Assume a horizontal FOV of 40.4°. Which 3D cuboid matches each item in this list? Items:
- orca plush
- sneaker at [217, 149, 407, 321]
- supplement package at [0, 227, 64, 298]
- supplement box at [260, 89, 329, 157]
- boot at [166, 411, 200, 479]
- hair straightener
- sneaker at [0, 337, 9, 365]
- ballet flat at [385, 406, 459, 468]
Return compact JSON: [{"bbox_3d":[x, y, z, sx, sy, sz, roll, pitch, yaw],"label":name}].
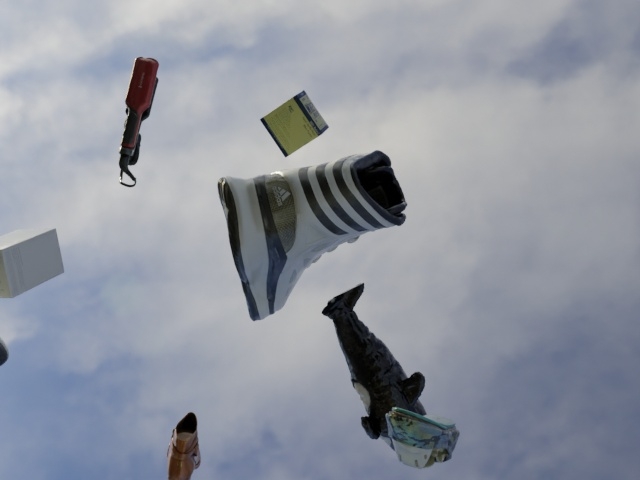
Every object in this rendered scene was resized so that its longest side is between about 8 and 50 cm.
[{"bbox_3d":[0.115,0.198,1.321,0.102,0.151,0.287,-17,-86,29],"label":"orca plush"},{"bbox_3d":[0.000,0.001,1.294,0.257,0.447,0.169,-13,-103,-5],"label":"sneaker"},{"bbox_3d":[-0.638,0.046,1.820,0.105,0.179,0.105,-2,-75,22],"label":"supplement package"},{"bbox_3d":[-0.045,-0.208,1.544,0.083,0.056,0.083,-31,-80,21],"label":"supplement box"},{"bbox_3d":[-0.278,0.414,1.800,0.197,0.073,0.152,-104,-159,-63],"label":"boot"},{"bbox_3d":[-0.292,-0.179,1.395,0.089,0.047,0.230,110,-18,-61],"label":"hair straightener"},{"bbox_3d":[-0.663,0.226,1.591,0.104,0.296,0.147,-39,-118,2],"label":"sneaker"},{"bbox_3d":[0.116,0.229,0.988,0.070,0.188,0.070,-7,-107,23],"label":"ballet flat"}]
